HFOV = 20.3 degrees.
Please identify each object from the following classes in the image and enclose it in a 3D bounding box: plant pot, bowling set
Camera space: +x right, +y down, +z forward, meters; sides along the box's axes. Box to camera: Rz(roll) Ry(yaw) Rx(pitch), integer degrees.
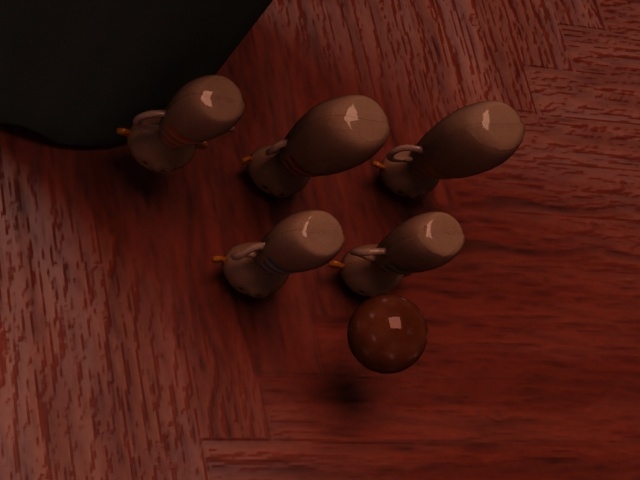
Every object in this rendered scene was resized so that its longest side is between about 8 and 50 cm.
[{"bbox_3d":[-0.135,-0.256,1.197,0.341,0.334,0.341,14,53,-20],"label":"plant pot"},{"bbox_3d":[0.000,0.000,1.242,0.287,0.154,0.200,6,74,-26],"label":"bowling set"}]
